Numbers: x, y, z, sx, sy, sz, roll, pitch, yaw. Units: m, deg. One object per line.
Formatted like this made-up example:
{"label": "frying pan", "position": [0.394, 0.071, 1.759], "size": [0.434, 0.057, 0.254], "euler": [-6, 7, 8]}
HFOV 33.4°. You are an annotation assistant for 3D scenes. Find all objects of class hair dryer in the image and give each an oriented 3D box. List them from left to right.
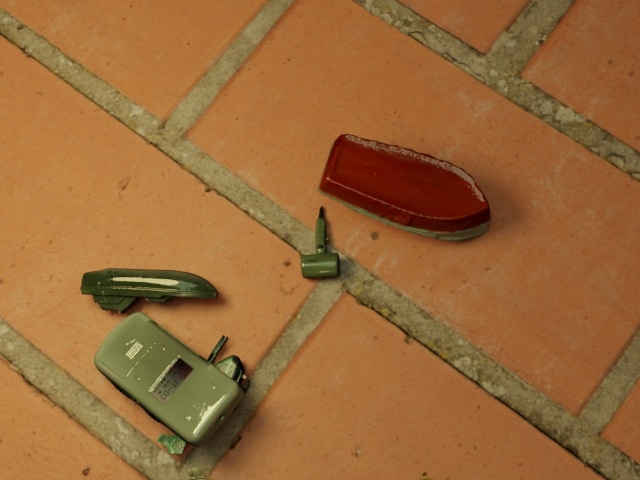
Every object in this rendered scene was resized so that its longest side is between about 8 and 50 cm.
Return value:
{"label": "hair dryer", "position": [0.000, 0.000, 2.024], "size": [0.071, 0.047, 0.150], "euler": [-3, 66, 6]}

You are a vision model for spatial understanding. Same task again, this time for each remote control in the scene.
{"label": "remote control", "position": [-0.282, 0.246, 1.927], "size": [0.296, 0.056, 0.140], "euler": [31, 72, 31]}

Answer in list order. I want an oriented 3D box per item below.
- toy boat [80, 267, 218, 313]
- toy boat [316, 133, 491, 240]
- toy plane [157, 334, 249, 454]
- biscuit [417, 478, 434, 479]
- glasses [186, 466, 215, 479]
{"label": "toy boat", "position": [-0.319, 0.097, 2.005], "size": [0.261, 0.078, 0.085], "euler": [2, 91, 7]}
{"label": "toy boat", "position": [0.163, -0.084, 1.998], "size": [0.332, 0.133, 0.145], "euler": [18, 69, 0]}
{"label": "toy plane", "position": [-0.204, 0.288, 1.940], "size": [0.096, 0.060, 0.235], "euler": [24, 73, 20]}
{"label": "biscuit", "position": [0.185, 0.459, 1.865], "size": [0.084, 0.023, 0.084], "euler": [-2, 74, 5]}
{"label": "glasses", "position": [-0.192, 0.502, 1.809], "size": [0.190, 0.220, 0.088], "euler": [24, 114, 11]}
